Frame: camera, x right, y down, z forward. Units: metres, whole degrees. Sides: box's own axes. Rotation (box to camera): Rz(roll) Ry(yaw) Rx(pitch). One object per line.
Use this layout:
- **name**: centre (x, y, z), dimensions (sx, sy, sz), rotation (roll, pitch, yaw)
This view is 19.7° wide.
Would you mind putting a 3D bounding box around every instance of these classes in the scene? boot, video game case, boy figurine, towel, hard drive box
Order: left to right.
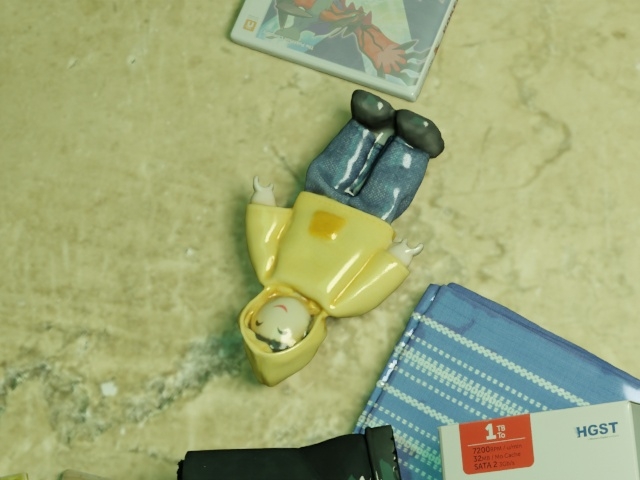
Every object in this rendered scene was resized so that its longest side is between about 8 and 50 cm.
- **boot**: centre (-0.019, 0.289, 1.614), dimensions (0.207, 0.094, 0.246), rotation (-11, 69, 3)
- **boy figurine**: centre (0.000, 0.000, 1.730), dimensions (0.177, 0.092, 0.285), rotation (29, 78, 14)
- **video game case**: centre (0.035, -0.250, 1.827), dimensions (0.201, 0.023, 0.183), rotation (20, 79, 15)
- **towel**: centre (0.134, 0.228, 1.673), dimensions (0.243, 0.040, 0.336), rotation (27, 83, 15)
- **hard drive box**: centre (0.205, 0.264, 1.560), dimensions (0.181, 0.089, 0.232), rotation (-12, 74, 28)

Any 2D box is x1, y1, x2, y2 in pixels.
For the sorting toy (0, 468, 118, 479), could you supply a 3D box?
- **sorting toy**: centre (-0.206, 0.285, 1.710), dimensions (0.275, 0.046, 0.132), rotation (11, 77, 14)
